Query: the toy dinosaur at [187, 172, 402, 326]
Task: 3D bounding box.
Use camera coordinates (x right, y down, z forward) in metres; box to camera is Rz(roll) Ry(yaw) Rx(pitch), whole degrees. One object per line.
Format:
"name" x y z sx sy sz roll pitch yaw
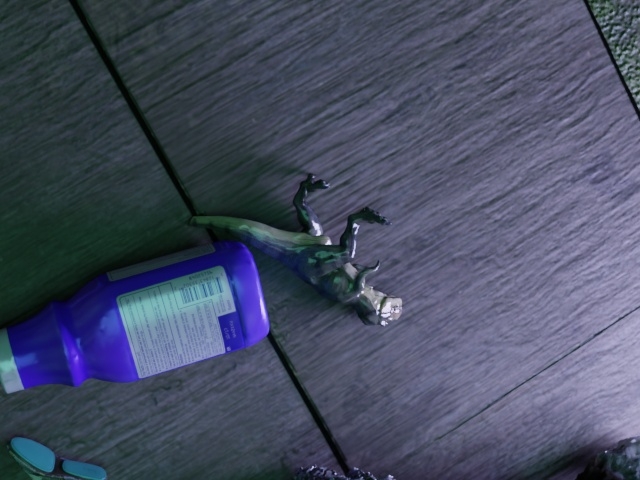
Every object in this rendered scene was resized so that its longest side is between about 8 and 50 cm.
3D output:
"toy dinosaur" 0.000 0.000 1.343 0.268 0.064 0.118 30 97 -15

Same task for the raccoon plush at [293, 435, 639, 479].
"raccoon plush" 0.169 0.297 1.416 0.299 0.216 0.446 52 54 -3

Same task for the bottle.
"bottle" -0.200 0.088 1.280 0.283 0.092 0.118 -17 112 -11

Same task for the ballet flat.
"ballet flat" -0.289 0.249 1.313 0.114 0.041 0.041 24 92 -17
